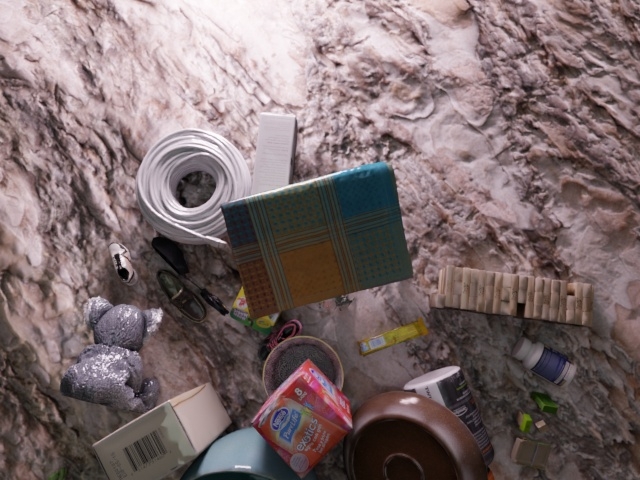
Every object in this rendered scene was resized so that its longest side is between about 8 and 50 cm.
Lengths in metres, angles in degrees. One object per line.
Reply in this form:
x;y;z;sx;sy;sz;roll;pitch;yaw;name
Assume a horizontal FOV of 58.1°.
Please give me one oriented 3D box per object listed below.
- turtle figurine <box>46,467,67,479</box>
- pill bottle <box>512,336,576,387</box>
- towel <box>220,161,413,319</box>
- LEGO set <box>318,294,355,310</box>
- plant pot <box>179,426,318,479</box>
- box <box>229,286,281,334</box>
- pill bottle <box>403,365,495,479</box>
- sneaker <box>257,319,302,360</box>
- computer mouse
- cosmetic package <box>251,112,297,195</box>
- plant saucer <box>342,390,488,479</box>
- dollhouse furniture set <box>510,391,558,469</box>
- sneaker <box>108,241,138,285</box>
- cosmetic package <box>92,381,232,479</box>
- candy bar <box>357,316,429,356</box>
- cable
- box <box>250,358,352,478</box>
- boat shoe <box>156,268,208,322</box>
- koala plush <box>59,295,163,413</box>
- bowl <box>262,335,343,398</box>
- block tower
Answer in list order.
-0.489;0.584;1.144;0.266;0.275;0.198;41;70;15;turtle figurine
0.476;0.258;1.232;0.120;0.067;0.067;30;84;5;pill bottle
0.000;0.000;1.225;0.370;0.040;0.271;-15;107;-7;towel
0.035;0.133;1.285;0.083;0.023;0.054;-23;82;-1;LEGO set
-0.124;0.474;1.101;0.290;0.195;0.290;3;114;6;plant pot
-0.119;0.110;1.284;0.105;0.043;0.179;26;82;4;box
0.274;0.396;1.188;0.130;0.130;0.246;-21;82;-1;pill bottle
-0.093;0.218;1.261;0.119;0.057;0.047;-43;85;-3;sneaker
-0.285;0.075;1.284;0.242;0.071;0.041;44;71;5;computer mouse
-0.101;-0.155;1.282;0.085;0.117;0.231;4;84;1;cosmetic package
0.173;0.460;1.150;0.310;0.050;0.311;3;95;30;plant saucer
0.456;0.406;1.235;0.076;0.058;0.152;11;102;-4;dollhouse furniture set
-0.449;0.050;1.303;0.040;0.044;0.109;-31;81;0;sneaker
-0.290;0.375;1.120;0.160;0.309;0.113;-30;83;-3;cosmetic package
0.158;0.215;1.273;0.161;0.018;0.040;-20;79;0;candy bar
-0.281;-0.118;1.298;0.257;0.089;0.257;12;82;4;cable
-0.027;0.316;1.064;0.128;0.257;0.122;45;88;6;box
-0.314;0.125;1.284;0.152;0.049;0.056;42;85;6;boat shoe
-0.431;0.234;1.216;0.196;0.203;0.221;13;71;3;koala plush
-0.036;0.288;1.237;0.170;0.080;0.170;0;83;1;bowl
0.412;0.120;1.241;0.335;0.091;0.097;6;82;2;block tower
